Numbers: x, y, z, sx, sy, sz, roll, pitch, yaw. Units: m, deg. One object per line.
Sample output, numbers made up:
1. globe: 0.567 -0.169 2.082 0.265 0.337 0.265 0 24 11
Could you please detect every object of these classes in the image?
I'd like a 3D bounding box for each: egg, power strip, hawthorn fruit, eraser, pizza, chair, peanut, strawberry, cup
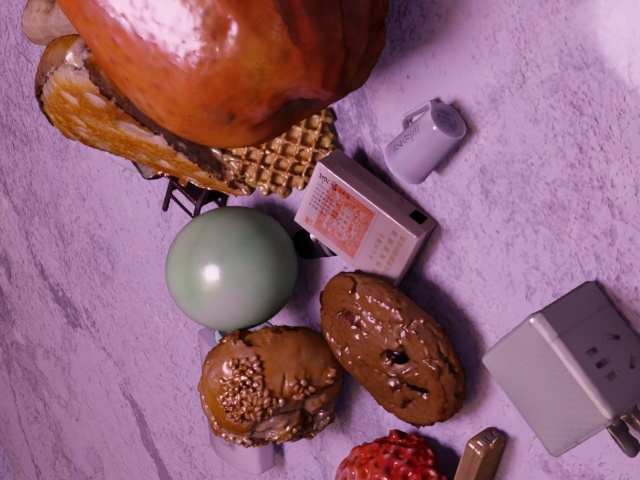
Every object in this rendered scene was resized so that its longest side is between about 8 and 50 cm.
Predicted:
1. egg: -0.158 0.051 1.760 0.270 0.220 0.220 -23 91 55
2. power strip: 0.345 0.190 1.306 0.224 0.140 0.139 55 140 14
3. hawthorn fruit: -0.108 -0.357 1.352 0.472 0.472 0.471 26 127 40
4. eraser: -0.167 0.317 2.017 0.174 0.095 0.270 24 125 44
5. pizza: -0.283 -0.200 1.685 0.406 0.130 0.440 29 167 -14
6. chair: -0.217 -0.115 1.858 0.101 0.084 0.212 43 137 21
7. peanut: -0.523 -0.452 2.028 0.263 0.101 0.117 9 135 47
8. strawberry: 0.122 0.472 1.621 0.336 0.149 0.265 -120 33 -51
9. cup: 0.146 -0.150 1.432 0.116 0.074 0.104 -47 43 46
10. power strip: 0.234 0.409 1.611 0.044 0.064 0.305 39 135 34

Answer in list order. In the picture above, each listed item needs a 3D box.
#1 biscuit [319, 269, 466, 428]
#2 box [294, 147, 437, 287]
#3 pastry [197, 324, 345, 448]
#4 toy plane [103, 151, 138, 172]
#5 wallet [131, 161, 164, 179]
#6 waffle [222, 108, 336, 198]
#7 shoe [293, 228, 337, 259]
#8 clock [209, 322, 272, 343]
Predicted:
1. biscuit: 0.103 0.177 1.588 0.296 0.075 0.295 34 147 27
2. box: 0.066 -0.029 1.559 0.201 0.058 0.141 40 136 15
3. pastry: -0.088 0.273 1.772 0.310 0.255 0.161 101 165 -56
4. toy plane: -0.396 -0.257 1.961 0.267 0.123 0.266 31 133 41
5. wallet: -0.263 -0.216 1.816 0.250 0.044 0.149 -28 96 28
6. waffle: -0.062 -0.161 1.603 0.038 0.191 0.191 -59 -53 -86
7. shoe: 0.000 0.000 1.687 0.179 0.049 0.071 -20 94 52
8. clock: -0.155 0.179 1.927 0.135 0.101 0.041 33 140 42
